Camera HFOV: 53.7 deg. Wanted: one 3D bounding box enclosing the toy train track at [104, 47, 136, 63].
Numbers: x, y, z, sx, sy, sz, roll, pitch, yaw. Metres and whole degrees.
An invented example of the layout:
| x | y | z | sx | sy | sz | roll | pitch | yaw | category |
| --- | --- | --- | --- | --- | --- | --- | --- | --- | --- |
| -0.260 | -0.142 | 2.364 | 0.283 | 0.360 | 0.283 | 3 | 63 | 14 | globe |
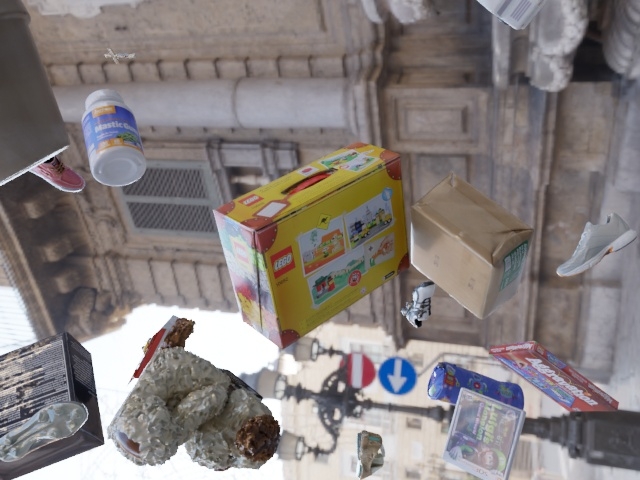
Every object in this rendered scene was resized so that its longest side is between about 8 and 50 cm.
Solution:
| x | y | z | sx | sy | sz | roll | pitch | yaw | category |
| --- | --- | --- | --- | --- | --- | --- | --- | --- | --- |
| -0.479 | -0.447 | 1.518 | 0.048 | 0.083 | 0.014 | 71 | -150 | -54 | toy train track |

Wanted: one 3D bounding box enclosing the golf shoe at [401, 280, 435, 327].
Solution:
| x | y | z | sx | sy | sz | roll | pitch | yaw | category |
| --- | --- | --- | --- | --- | --- | --- | --- | --- | --- |
| 0.344 | 0.211 | 2.097 | 0.094 | 0.077 | 0.198 | 61 | 149 | 33 | golf shoe |

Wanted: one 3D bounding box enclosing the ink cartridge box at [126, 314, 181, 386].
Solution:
| x | y | z | sx | sy | sz | roll | pitch | yaw | category |
| --- | --- | --- | --- | --- | --- | --- | --- | --- | --- |
| -0.504 | 0.348 | 1.957 | 0.189 | 0.066 | 0.232 | -61 | 7 | 8 | ink cartridge box |

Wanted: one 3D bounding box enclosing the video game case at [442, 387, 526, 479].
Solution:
| x | y | z | sx | sy | sz | roll | pitch | yaw | category |
| --- | --- | --- | --- | --- | --- | --- | --- | --- | --- |
| 0.399 | 0.481 | 1.553 | 0.022 | 0.173 | 0.190 | 18 | -93 | -48 | video game case |

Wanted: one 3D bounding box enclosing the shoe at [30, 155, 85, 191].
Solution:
| x | y | z | sx | sy | sz | roll | pitch | yaw | category |
| --- | --- | --- | --- | --- | --- | --- | --- | --- | --- |
| -0.726 | -0.196 | 1.730 | 0.178 | 0.081 | 0.063 | 29 | -120 | -23 | shoe |

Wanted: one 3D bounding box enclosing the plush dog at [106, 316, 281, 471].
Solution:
| x | y | z | sx | sy | sz | roll | pitch | yaw | category |
| --- | --- | --- | --- | --- | --- | --- | --- | --- | --- |
| -0.165 | 0.254 | 0.923 | 0.211 | 0.225 | 0.262 | -61 | 9 | -27 | plush dog |

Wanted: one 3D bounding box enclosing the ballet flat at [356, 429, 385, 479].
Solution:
| x | y | z | sx | sy | sz | roll | pitch | yaw | category |
| --- | --- | --- | --- | --- | --- | --- | --- | --- | --- |
| 0.119 | 0.514 | 1.492 | 0.206 | 0.067 | 0.073 | 86 | -172 | -51 | ballet flat |

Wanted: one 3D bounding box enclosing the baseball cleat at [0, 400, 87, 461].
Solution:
| x | y | z | sx | sy | sz | roll | pitch | yaw | category |
| --- | --- | --- | --- | --- | --- | --- | --- | --- | --- |
| -0.527 | 0.357 | 1.228 | 0.072 | 0.206 | 0.109 | 65 | -171 | 1 | baseball cleat |

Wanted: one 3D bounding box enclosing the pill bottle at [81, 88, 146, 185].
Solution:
| x | y | z | sx | sy | sz | roll | pitch | yaw | category |
| --- | --- | --- | --- | --- | --- | --- | --- | --- | --- |
| -0.598 | -0.302 | 1.812 | 0.152 | 0.152 | 0.272 | 61 | -175 | -60 | pill bottle |

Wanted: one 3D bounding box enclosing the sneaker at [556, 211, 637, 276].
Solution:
| x | y | z | sx | sy | sz | roll | pitch | yaw | category |
| --- | --- | --- | --- | --- | --- | --- | --- | --- | --- |
| 0.841 | 0.013 | 1.977 | 0.121 | 0.262 | 0.099 | 56 | -174 | 9 | sneaker |

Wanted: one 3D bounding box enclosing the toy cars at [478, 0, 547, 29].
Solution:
| x | y | z | sx | sy | sz | roll | pitch | yaw | category |
| --- | --- | --- | --- | --- | --- | --- | --- | --- | --- |
| 0.330 | -0.603 | 1.246 | 0.087 | 0.176 | 0.394 | -37 | -61 | -42 | toy cars |

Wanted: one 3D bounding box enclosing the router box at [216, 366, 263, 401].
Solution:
| x | y | z | sx | sy | sz | roll | pitch | yaw | category |
| --- | --- | --- | --- | --- | --- | --- | --- | --- | --- |
| -0.214 | 0.293 | 1.275 | 0.133 | 0.179 | 0.046 | 22 | -94 | -31 | router box |

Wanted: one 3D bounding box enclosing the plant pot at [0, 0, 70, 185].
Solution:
| x | y | z | sx | sy | sz | roll | pitch | yaw | category |
| --- | --- | --- | --- | --- | --- | --- | --- | --- | --- |
| -0.594 | -0.238 | 1.085 | 0.280 | 0.323 | 0.323 | 61 | -152 | -17 | plant pot |

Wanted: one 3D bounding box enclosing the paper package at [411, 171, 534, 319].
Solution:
| x | y | z | sx | sy | sz | roll | pitch | yaw | category |
| --- | --- | --- | --- | --- | --- | --- | --- | --- | --- |
| 0.415 | 0.022 | 1.788 | 0.168 | 0.309 | 0.325 | -39 | -31 | -18 | paper package |

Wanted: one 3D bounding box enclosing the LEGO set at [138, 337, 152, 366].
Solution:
| x | y | z | sx | sy | sz | roll | pitch | yaw | category |
| --- | --- | --- | --- | --- | --- | --- | --- | --- | --- |
| -0.568 | 0.458 | 2.171 | 0.132 | 0.107 | 0.287 | -53 | 28 | 37 | LEGO set |

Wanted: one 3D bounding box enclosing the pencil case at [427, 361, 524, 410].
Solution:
| x | y | z | sx | sy | sz | roll | pitch | yaw | category |
| --- | --- | --- | --- | --- | --- | --- | --- | --- | --- |
| 0.485 | 0.470 | 1.986 | 0.119 | 0.306 | 0.133 | 120 | 164 | -50 | pencil case |

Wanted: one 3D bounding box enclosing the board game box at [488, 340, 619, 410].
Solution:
| x | y | z | sx | sy | sz | roll | pitch | yaw | category |
| --- | --- | --- | --- | --- | --- | --- | --- | --- | --- |
| 0.548 | 0.325 | 1.489 | 0.145 | 0.281 | 0.027 | -29 | 30 | 59 | board game box |

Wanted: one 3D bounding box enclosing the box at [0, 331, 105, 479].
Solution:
| x | y | z | sx | sy | sz | roll | pitch | yaw | category |
| --- | --- | --- | --- | --- | --- | --- | --- | --- | --- |
| -0.780 | 0.457 | 1.728 | 0.183 | 0.296 | 0.294 | 76 | 173 | -56 | box |

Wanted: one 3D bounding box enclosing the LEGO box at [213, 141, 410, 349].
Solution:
| x | y | z | sx | sy | sz | roll | pitch | yaw | category |
| --- | --- | --- | --- | --- | --- | --- | --- | --- | --- |
| 0.000 | 0.000 | 1.736 | 0.500 | 0.193 | 0.372 | -29 | -55 | -30 | LEGO box |
